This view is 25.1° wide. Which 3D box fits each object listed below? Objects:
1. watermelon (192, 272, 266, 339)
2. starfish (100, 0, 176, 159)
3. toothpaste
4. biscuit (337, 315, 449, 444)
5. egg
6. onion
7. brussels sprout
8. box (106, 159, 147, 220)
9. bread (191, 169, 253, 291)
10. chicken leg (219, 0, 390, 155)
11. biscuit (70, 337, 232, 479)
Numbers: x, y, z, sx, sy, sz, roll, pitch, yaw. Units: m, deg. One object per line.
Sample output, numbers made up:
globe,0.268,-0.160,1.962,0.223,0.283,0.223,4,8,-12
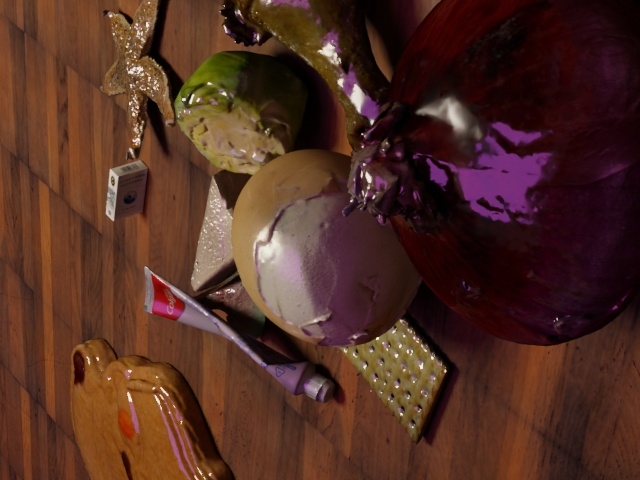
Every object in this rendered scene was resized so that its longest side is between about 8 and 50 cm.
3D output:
watermelon,-0.108,0.085,1.907,0.155,0.080,0.101,-33,80,46
starfish,-0.244,-0.232,1.977,0.295,0.048,0.231,-49,54,51
toothpaste,-0.112,0.128,1.873,0.301,0.048,0.075,28,162,21
biscuit,0.067,0.118,1.710,0.231,0.016,0.139,49,140,32
egg,0.000,0.000,1.589,0.244,0.201,0.201,-130,38,-49
onion,0.148,-0.075,1.260,0.347,0.285,0.348,27,121,59
brussels sprout,-0.088,-0.161,1.717,0.151,0.122,0.149,35,151,-8
box,-0.283,-0.073,2.101,0.024,0.054,0.083,41,136,32
bread,-0.126,-0.015,1.857,0.152,0.077,0.105,-38,76,43
chicken leg,-0.022,-0.250,1.553,0.211,0.140,0.361,-19,86,49
biscuit,-0.278,0.348,2.292,0.455,0.078,0.350,10,117,54
